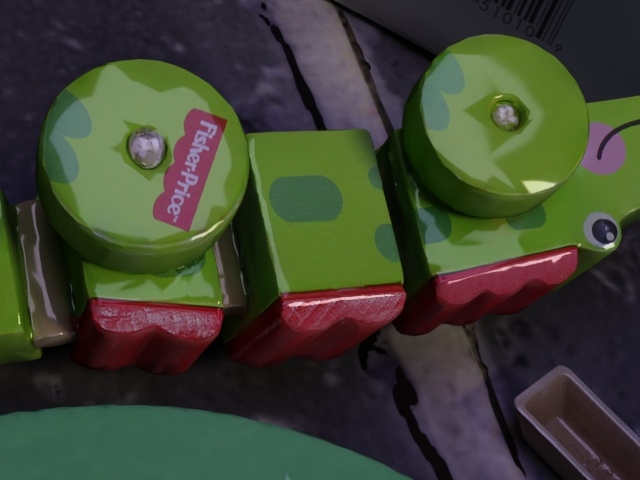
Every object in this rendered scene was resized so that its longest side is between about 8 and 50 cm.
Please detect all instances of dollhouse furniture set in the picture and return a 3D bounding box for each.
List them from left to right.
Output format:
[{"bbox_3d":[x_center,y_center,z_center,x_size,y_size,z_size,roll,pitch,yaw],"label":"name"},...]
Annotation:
[{"bbox_3d":[0.111,0.088,0.436,0.091,0.081,0.114,-29,65,-34],"label":"dollhouse furniture set"}]

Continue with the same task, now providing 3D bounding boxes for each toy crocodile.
[{"bbox_3d":[0.000,0.000,0.456,0.340,0.115,0.105,-8,74,-20],"label":"toy crocodile"}]

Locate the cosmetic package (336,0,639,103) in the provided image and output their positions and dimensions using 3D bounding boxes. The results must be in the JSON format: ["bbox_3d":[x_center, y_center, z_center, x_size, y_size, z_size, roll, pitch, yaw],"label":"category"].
[{"bbox_3d":[0.171,-0.242,0.680,0.217,0.156,0.385,33,49,10],"label":"cosmetic package"}]

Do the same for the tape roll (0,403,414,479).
[{"bbox_3d":[-0.046,0.195,0.305,0.321,0.077,0.321,8,50,-10],"label":"tape roll"}]
